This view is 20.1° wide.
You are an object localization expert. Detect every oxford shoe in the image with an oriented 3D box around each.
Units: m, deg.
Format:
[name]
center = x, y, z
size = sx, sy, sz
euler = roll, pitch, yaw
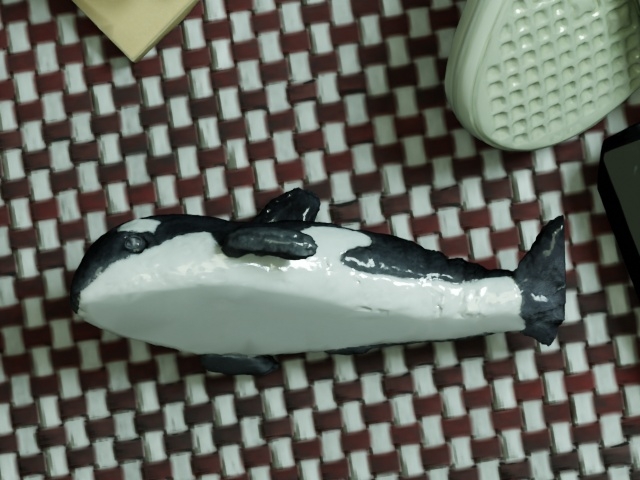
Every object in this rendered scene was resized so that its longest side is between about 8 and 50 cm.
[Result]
[oxford shoe]
center = 0.190, -0.263, 1.054
size = 0.130, 0.169, 0.449
euler = 33, 101, 45

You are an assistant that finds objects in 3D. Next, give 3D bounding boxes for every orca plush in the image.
[orca plush]
center = 0.000, 0.000, 1.069
size = 0.287, 0.151, 0.102
euler = -7, 57, 7

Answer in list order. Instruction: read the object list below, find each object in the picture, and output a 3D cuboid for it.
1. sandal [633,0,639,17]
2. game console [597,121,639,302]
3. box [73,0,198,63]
[sandal]
center = 0.305, -0.084, 1.004
size = 0.303, 0.086, 0.120
euler = 42, 97, -1
[game console]
center = 0.360, -0.026, 1.070
size = 0.361, 0.044, 0.213
euler = -22, 87, 3
[box]
center = -0.102, -0.237, 1.120
size = 0.201, 0.021, 0.164
euler = -45, 86, 3
